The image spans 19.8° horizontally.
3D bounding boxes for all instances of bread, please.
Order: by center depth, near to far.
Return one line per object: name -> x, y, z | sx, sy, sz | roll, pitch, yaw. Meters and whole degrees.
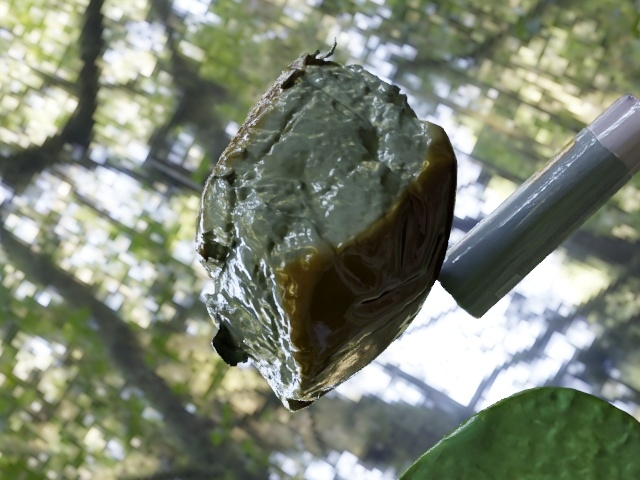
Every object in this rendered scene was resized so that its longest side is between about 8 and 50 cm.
bread -> 0.000, 0.000, 1.712 | 0.279, 0.225, 0.250 | -49, -17, -38

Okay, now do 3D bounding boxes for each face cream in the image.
face cream -> 0.231, -0.035, 1.821 | 0.269, 0.073, 0.107 | -42, -2, 7

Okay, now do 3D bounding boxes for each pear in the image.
pear -> 0.171, 0.235, 1.497 | 0.139, 0.288, 0.239 | -174, 104, -82
